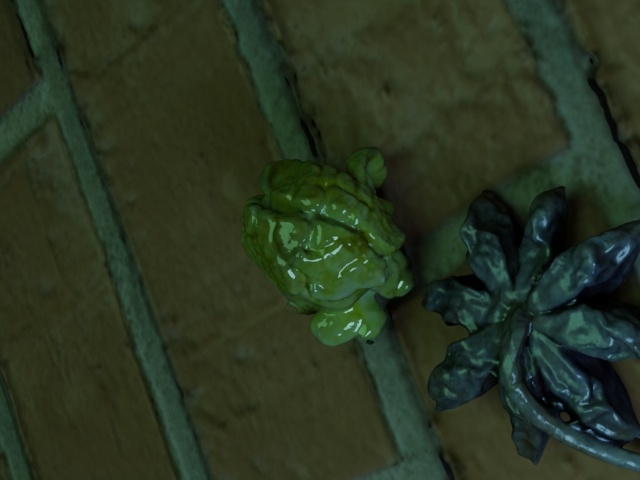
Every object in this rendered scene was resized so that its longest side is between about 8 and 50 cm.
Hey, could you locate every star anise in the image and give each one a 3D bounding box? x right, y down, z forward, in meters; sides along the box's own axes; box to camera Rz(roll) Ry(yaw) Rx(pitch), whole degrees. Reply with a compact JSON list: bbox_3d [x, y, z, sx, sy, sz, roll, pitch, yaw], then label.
[{"bbox_3d":[0.165,0.071,0.976,0.230,0.081,0.262,-42,64,24],"label":"star anise"}]

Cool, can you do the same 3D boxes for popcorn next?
[{"bbox_3d":[0.000,0.000,1.079,0.141,0.135,0.162,19,104,31],"label":"popcorn"}]
